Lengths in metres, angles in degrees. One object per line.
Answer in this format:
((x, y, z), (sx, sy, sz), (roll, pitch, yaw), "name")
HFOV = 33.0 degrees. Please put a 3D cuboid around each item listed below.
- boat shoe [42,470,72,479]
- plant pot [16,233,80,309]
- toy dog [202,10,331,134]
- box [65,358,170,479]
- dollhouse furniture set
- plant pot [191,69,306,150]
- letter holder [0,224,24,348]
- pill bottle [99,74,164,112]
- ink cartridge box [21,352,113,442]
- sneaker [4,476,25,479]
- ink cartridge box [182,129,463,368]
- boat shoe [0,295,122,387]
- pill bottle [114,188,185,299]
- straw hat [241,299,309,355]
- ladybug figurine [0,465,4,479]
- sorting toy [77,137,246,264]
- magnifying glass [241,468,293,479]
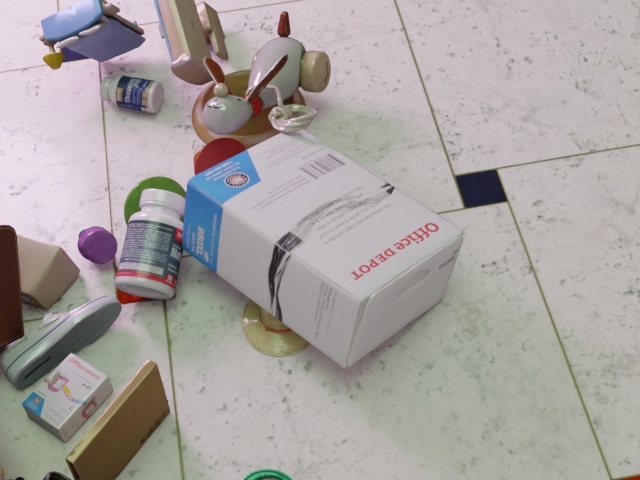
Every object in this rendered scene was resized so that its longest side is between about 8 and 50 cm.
((-0.332, 0.450, 1.583), (0.103, 0.092, 0.285), (-16, 43, -45), "boat shoe")
((-0.511, 0.061, 1.931), (0.109, 0.109, 0.096), (16, 68, 15), "plant pot")
((-0.106, -0.328, 2.054), (0.220, 0.161, 0.334), (-4, 25, 10), "toy dog")
((-0.312, 0.300, 1.690), (0.021, 0.164, 0.201), (28, 59, 20), "box")
((-0.375, -0.373, 2.230), (0.303, 0.286, 0.198), (-20, 77, 15), "dollhouse furniture set")
((-0.148, -0.271, 2.203), (0.236, 0.032, 0.236), (-2, 52, 3), "plant pot")
((-0.625, 0.089, 1.745), (0.152, 0.214, 0.302), (3, 12, 14), "letter holder")
((-0.388, -0.303, 2.219), (0.120, 0.067, 0.067), (11, 54, 12), "pill bottle")
((-0.419, 0.259, 1.799), (0.088, 0.052, 0.122), (28, 58, 23), "ink cartridge box")
((-0.476, 0.465, 1.643), (0.082, 0.069, 0.209), (-23, 54, 6), "sneaker")
((0.000, 0.000, 1.859), (0.395, 0.166, 0.285), (35, 44, 26), "ink cartridge box")
((-0.453, 0.155, 1.861), (0.226, 0.083, 0.076), (-36, 60, -21), "boat shoe")
((-0.295, 0.006, 1.919), (0.108, 0.108, 0.180), (7, 75, 9), "pill bottle")
((-0.074, 0.125, 1.875), (0.144, 0.061, 0.144), (-2, 52, 2), "straw hat")
((-0.697, 0.350, 1.672), (0.449, 0.162, 0.305), (8, 49, 12), "ladybug figurine")
((-0.308, -0.082, 2.046), (0.365, 0.127, 0.126), (-34, 29, -18), "sorting toy")
((-0.022, 0.421, 1.671), (0.231, 0.026, 0.092), (16, 55, 17), "magnifying glass")
